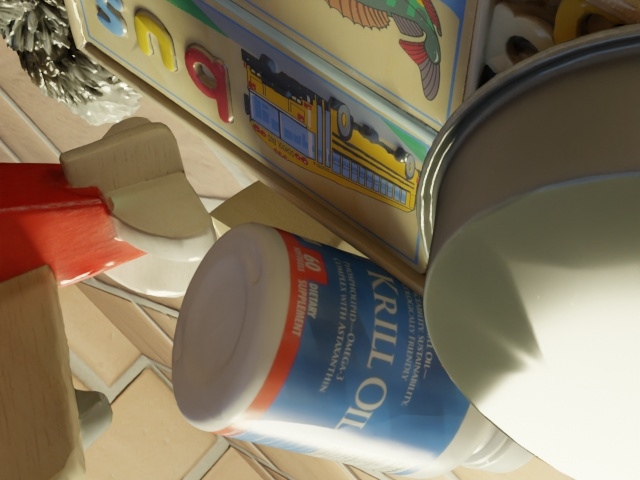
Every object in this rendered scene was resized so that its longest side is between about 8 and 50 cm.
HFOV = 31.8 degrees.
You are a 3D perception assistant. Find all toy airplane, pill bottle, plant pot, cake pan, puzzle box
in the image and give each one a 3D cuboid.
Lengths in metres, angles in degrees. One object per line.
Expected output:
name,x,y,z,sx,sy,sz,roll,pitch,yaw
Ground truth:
toy airplane,-0.263,0.036,0.819,0.384,0.386,0.272,19,117,14
pill bottle,0.032,0.076,0.685,0.221,0.124,0.124,18,176,-28
plant pot,0.000,0.000,0.837,0.109,0.096,0.109,29,158,37
cake pan,0.170,0.040,0.451,0.293,0.054,0.293,18,147,12
puzzle box,-0.001,-0.110,0.578,0.409,0.052,0.272,36,153,24

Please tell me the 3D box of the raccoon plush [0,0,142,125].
raccoon plush,-0.327,-0.164,0.830,0.216,0.299,0.446,22,153,49
